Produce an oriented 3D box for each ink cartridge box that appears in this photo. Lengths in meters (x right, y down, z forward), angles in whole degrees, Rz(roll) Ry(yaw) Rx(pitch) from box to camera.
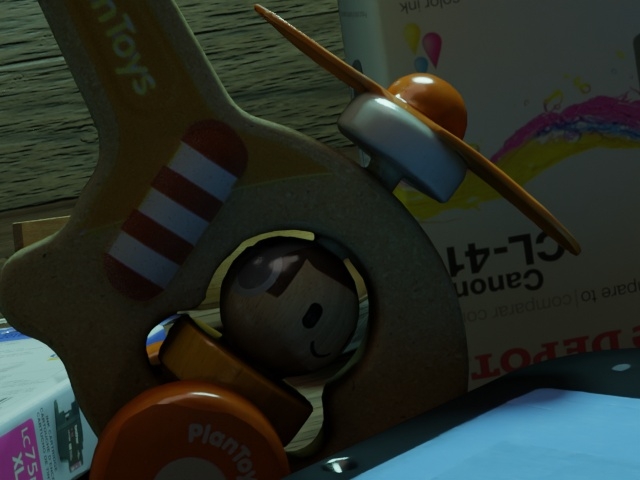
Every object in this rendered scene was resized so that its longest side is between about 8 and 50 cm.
[{"bbox_3d":[0.135,-0.073,0.873,0.226,0.306,0.131,-10,8,-6],"label":"ink cartridge box"},{"bbox_3d":[-0.204,0.104,0.902,0.185,0.065,0.311,-7,10,16],"label":"ink cartridge box"}]

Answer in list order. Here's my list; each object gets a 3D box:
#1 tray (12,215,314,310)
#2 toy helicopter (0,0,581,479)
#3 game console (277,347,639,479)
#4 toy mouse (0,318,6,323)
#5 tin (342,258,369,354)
[{"bbox_3d":[0.000,0.000,1.204,0.411,0.076,0.202,-5,0,-43],"label":"tray"},{"bbox_3d":[-0.044,-0.045,0.691,0.235,0.355,0.140,-27,8,-2],"label":"toy helicopter"},{"bbox_3d":[0.126,0.104,0.496,0.342,0.060,0.386,-3,10,42],"label":"game console"},{"bbox_3d":[-0.251,0.064,0.917,0.161,0.031,0.143,-13,8,-25],"label":"toy mouse"},{"bbox_3d":[0.059,0.027,1.063,0.189,0.040,0.106,-20,-18,-32],"label":"tin"}]
